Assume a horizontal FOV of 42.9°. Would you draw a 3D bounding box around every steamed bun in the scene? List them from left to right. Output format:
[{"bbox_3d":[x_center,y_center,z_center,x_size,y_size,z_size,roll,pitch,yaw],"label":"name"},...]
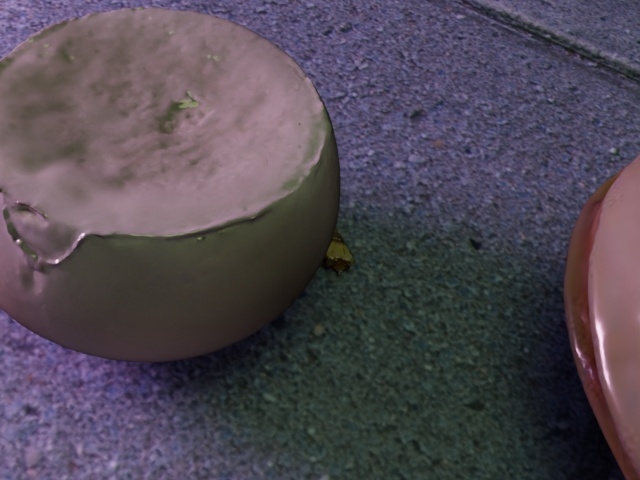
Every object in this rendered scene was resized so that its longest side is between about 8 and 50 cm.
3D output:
[{"bbox_3d":[-0.143,-0.041,0.706,0.324,0.206,0.324,6,49,-7],"label":"steamed bun"}]

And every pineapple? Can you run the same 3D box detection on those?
[{"bbox_3d":[0.000,0.000,0.826,0.045,0.019,0.083,-12,55,-27],"label":"pineapple"}]

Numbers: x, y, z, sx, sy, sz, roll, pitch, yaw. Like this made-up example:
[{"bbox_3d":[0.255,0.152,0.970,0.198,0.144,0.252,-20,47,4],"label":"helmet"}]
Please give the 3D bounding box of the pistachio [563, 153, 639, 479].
[{"bbox_3d":[0.379,0.091,0.665,0.365,0.281,0.445,13,55,-6],"label":"pistachio"}]
